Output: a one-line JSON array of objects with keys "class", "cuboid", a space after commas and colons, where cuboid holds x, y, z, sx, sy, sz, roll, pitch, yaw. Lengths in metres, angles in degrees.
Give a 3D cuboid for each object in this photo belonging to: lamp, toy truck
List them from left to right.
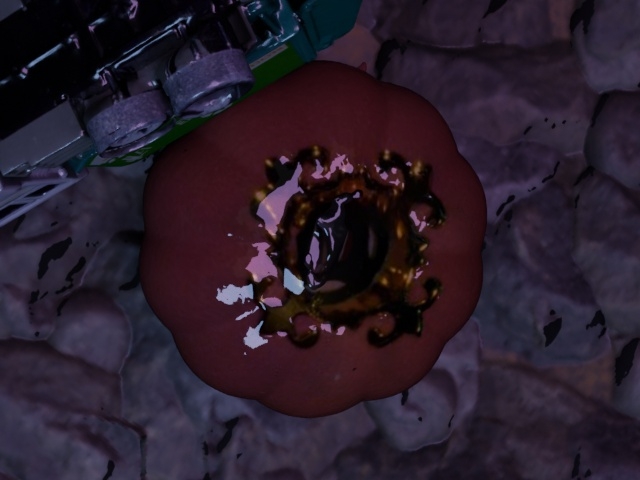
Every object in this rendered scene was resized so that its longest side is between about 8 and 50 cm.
[{"class": "toy truck", "cuboid": [-0.098, -0.086, 0.867, 0.253, 0.124, 0.114, -29, 80, 22]}, {"class": "lamp", "cuboid": [0.000, 0.000, 0.951, 0.182, 0.140, 0.182, -2, 96, -20]}]
